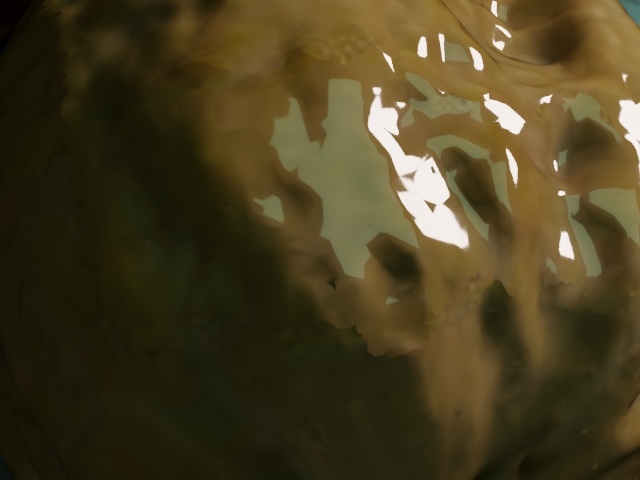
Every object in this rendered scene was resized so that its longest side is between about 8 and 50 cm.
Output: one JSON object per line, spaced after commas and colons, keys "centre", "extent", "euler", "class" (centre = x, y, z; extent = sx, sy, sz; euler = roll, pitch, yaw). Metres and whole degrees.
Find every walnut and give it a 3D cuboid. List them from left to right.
{"centre": [0.000, 0.000, 0.602], "extent": [0.224, 0.257, 0.257], "euler": [37, 22, -41], "class": "walnut"}

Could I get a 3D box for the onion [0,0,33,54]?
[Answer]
{"centre": [-0.189, -0.191, 0.651], "extent": [0.341, 0.341, 0.341], "euler": [14, 37, -11], "class": "onion"}
